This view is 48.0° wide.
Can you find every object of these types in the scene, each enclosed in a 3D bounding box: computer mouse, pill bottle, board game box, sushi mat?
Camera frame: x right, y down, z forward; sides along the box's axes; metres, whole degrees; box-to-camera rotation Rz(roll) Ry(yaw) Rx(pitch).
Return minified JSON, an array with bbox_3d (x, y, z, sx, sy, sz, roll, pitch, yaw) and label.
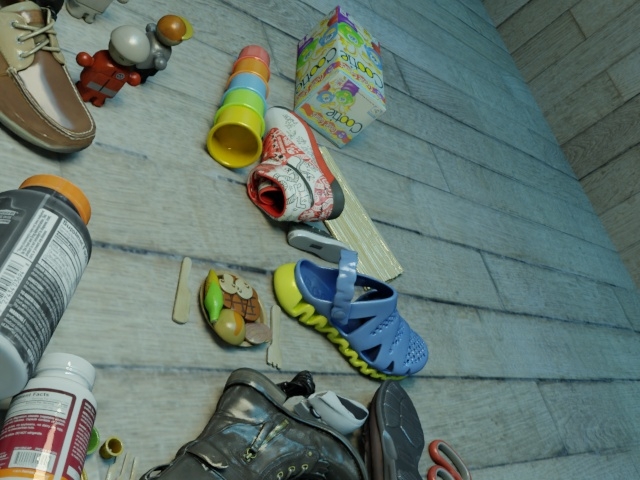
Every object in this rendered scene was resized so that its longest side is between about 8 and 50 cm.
[{"bbox_3d":[0.002,0.242,1.018,0.193,0.106,0.042,33,38,-40],"label":"computer mouse"},{"bbox_3d":[-0.324,0.034,0.759,0.130,0.130,0.246,38,35,-23],"label":"pill bottle"},{"bbox_3d":[-0.272,0.193,0.716,0.086,0.086,0.152,33,38,-29],"label":"pill bottle"},{"bbox_3d":[0.042,-0.365,1.591,0.144,0.142,0.275,33,38,-29],"label":"board game box"},{"bbox_3d":[0.050,-0.050,1.421,0.316,0.019,0.151,58,32,8],"label":"sushi mat"}]

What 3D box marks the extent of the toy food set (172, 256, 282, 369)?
[{"bbox_3d":[-0.119,0.098,1.044,0.192,0.038,0.132,31,39,-32],"label":"toy food set"}]

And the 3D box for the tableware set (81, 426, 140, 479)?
[{"bbox_3d":[-0.239,0.268,0.746,0.104,0.024,0.154,36,37,-25],"label":"tableware set"}]

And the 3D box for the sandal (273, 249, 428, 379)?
[{"bbox_3d":[0.077,0.121,1.185,0.317,0.138,0.126,37,34,-28],"label":"sandal"}]

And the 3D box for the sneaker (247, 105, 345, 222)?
[{"bbox_3d":[-0.076,-0.143,1.279,0.145,0.090,0.270,-7,55,-40],"label":"sneaker"}]

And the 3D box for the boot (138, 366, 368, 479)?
[{"bbox_3d":[-0.073,0.303,0.879,0.263,0.091,0.229,40,36,-6],"label":"boot"}]

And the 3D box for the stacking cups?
[{"bbox_3d":[-0.138,-0.256,1.324,0.096,0.096,0.316,37,31,-24],"label":"stacking cups"}]

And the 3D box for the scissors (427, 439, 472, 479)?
[{"bbox_3d":[0.280,0.465,1.224,0.297,0.021,0.109,47,31,-8],"label":"scissors"}]

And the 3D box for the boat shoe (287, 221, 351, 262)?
[{"bbox_3d":[0.000,0.000,1.282,0.142,0.049,0.040,22,44,-37],"label":"boat shoe"}]

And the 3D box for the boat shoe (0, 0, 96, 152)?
[{"bbox_3d":[-0.406,-0.260,0.943,0.324,0.116,0.123,51,32,-4],"label":"boat shoe"}]

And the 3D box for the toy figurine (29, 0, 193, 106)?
[{"bbox_3d":[-0.323,-0.335,1.091,0.213,0.148,0.209,49,33,-6],"label":"toy figurine"}]

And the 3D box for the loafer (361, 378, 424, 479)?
[{"bbox_3d":[0.093,0.322,1.060,0.109,0.095,0.302,45,19,-18],"label":"loafer"}]
